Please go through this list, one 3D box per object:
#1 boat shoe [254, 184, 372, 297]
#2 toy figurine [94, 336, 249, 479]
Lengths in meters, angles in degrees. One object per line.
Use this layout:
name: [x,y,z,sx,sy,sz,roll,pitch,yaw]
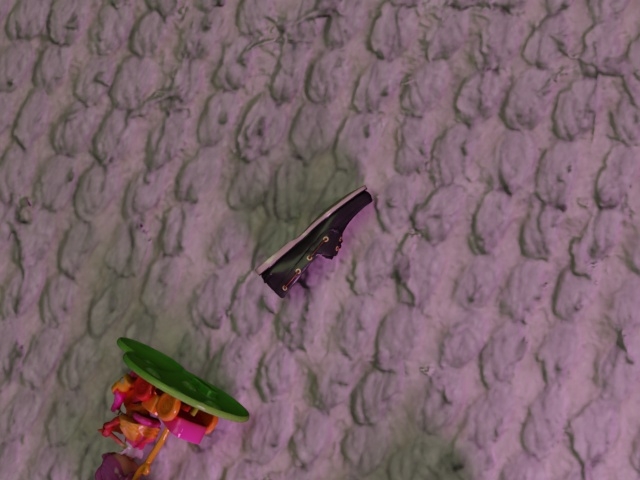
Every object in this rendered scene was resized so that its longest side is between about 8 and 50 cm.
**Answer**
boat shoe: [0.000,0.000,1.804,0.133,0.049,0.042,-42,89,-3]
toy figurine: [-0.170,0.193,1.780,0.173,0.130,0.159,33,96,50]
